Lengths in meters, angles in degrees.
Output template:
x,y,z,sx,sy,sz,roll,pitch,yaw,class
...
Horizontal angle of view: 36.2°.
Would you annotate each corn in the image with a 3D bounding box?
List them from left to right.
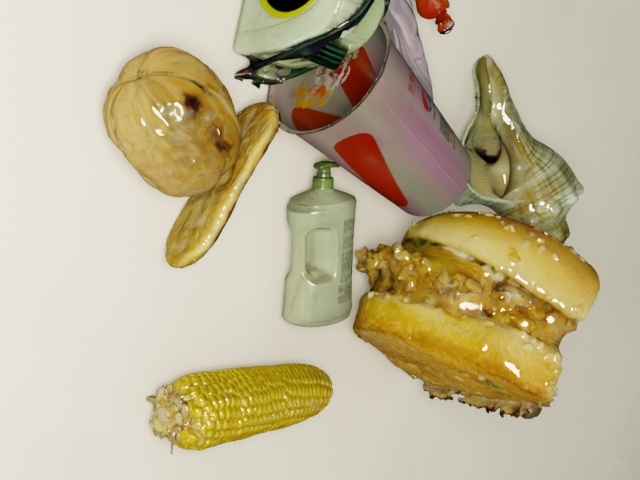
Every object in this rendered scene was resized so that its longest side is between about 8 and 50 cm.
x,y,z,sx,sy,sz,roll,pitch,yaw,class
-0.099,0.229,1.382,0.305,0.106,0.106,0,102,-46,corn

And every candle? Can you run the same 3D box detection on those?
x,y,z,sx,sy,sz,roll,pitch,yaw,class
0.104,-0.438,1.407,0.329,0.051,0.048,54,45,-32,candle

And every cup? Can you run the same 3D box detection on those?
x,y,z,sx,sy,sz,roll,pitch,yaw,class
0.086,-0.158,1.379,0.288,0.203,0.203,38,75,-43,cup

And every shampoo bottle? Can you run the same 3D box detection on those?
x,y,z,sx,sy,sz,roll,pitch,yaw,class
0.000,0.000,1.424,0.118,0.087,0.234,-13,111,-47,shampoo bottle

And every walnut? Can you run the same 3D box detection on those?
x,y,z,sx,sy,sz,roll,pitch,yaw,class
-0.172,-0.136,1.171,0.155,0.155,0.184,-54,133,-20,walnut

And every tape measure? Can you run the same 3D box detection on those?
x,y,z,sx,sy,sz,roll,pitch,yaw,class
-0.001,-0.306,1.250,0.115,0.207,0.235,11,92,-49,tape measure

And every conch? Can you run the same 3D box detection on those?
x,y,z,sx,sy,sz,roll,pitch,yaw,class
0.322,-0.113,1.680,0.203,0.169,0.386,-23,78,-13,conch

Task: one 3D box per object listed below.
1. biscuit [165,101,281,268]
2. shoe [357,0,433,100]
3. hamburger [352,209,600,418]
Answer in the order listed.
x,y,z,sx,sy,sz,roll,pitch,yaw,class
-0.129,-0.074,1.251,0.029,0.118,0.247,35,76,-33,biscuit
0.109,-0.292,1.449,0.245,0.095,0.137,54,48,-45,shoe
0.196,0.081,1.470,0.287,0.445,0.268,33,79,-15,hamburger
